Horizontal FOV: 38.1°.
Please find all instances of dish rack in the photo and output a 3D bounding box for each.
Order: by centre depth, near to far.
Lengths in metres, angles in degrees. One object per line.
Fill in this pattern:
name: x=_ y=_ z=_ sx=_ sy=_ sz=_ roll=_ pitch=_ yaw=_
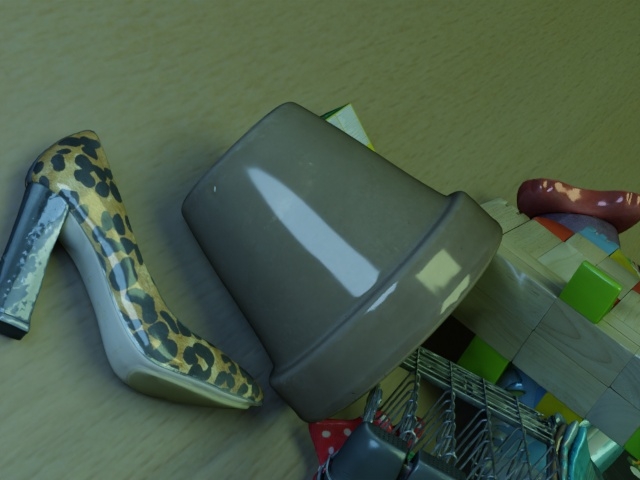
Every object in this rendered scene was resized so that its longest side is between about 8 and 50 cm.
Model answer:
dish rack: x=0.119 y=0.180 z=0.812 sx=0.208 sy=0.074 sz=0.271 roll=29 pitch=16 yaw=1

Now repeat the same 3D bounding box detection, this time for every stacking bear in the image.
stacking bear: x=0.341 y=0.083 z=1.288 sx=0.164 sy=0.175 sz=0.289 roll=89 pitch=10 yaw=-73

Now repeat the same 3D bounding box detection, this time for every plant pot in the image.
plant pot: x=0.000 y=0.000 z=0.870 sx=0.229 sy=0.263 sz=0.263 roll=45 pitch=42 yaw=-1

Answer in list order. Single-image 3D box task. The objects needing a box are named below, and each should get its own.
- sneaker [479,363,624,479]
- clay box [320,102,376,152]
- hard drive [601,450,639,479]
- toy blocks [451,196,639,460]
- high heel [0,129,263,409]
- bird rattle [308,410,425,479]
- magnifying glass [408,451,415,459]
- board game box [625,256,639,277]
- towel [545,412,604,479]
sneaker: x=0.221 y=0.238 z=1.123 sx=0.319 sy=0.127 sz=0.208 roll=-31 pitch=62 yaw=-26
clay box: x=0.038 y=-0.031 z=1.051 sx=0.127 sy=0.053 sz=0.222 roll=-41 pitch=108 yaw=-50
hard drive: x=0.439 y=0.337 z=1.282 sx=0.339 sy=0.064 sz=0.237 roll=10 pitch=35 yaw=-48
toy blocks: x=0.297 y=0.069 z=1.096 sx=0.381 sy=0.191 sz=0.261 roll=39 pitch=30 yaw=19
high heel: x=-0.136 y=0.028 z=0.781 sx=0.261 sy=0.093 sz=0.186 roll=29 pitch=60 yaw=-29
bird rattle: x=0.067 y=0.279 z=0.852 sx=0.253 sy=0.206 sz=0.143 roll=-60 pitch=139 yaw=-33
magnifying glass: x=0.096 y=0.340 z=0.988 sx=0.092 sy=0.026 sz=0.231 roll=14 pitch=65 yaw=-47
board game box: x=0.502 y=0.150 z=1.472 sx=0.213 sy=0.046 sz=0.317 roll=25 pitch=42 yaw=-42
towel: x=0.260 y=0.394 z=0.903 sx=0.271 sy=0.040 sz=0.370 roll=56 pitch=37 yaw=-45
